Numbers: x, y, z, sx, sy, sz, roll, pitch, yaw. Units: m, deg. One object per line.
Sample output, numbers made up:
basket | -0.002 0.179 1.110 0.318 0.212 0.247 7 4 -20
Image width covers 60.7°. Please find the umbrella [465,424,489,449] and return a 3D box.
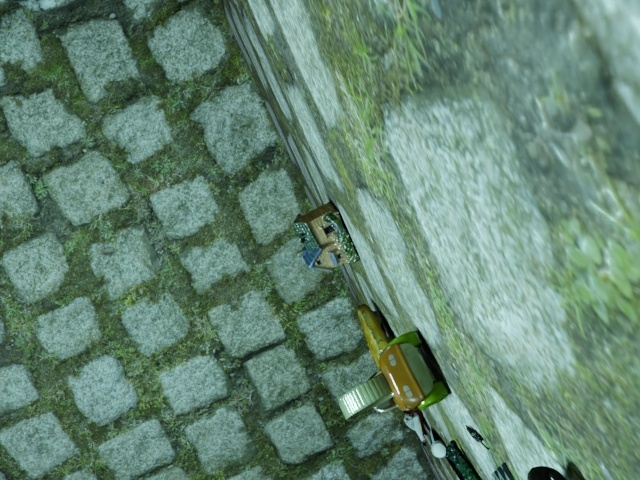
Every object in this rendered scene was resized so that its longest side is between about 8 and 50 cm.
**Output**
umbrella | 0.279 0.352 0.993 0.022 0.013 0.122 44 177 -2

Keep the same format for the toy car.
toy car | 0.142 0.313 1.169 0.235 0.235 0.145 70 175 -68

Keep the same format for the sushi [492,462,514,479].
sushi | 0.331 0.496 0.893 0.220 0.047 0.231 69 176 -61

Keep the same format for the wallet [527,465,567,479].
wallet | 0.272 0.339 0.551 0.182 0.049 0.229 63 179 40

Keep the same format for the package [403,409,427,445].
package | 0.368 0.685 2.138 0.269 0.071 0.194 -13 -100 -79

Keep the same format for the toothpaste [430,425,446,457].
toothpaste | 0.381 0.665 1.799 0.193 0.045 0.071 43 -151 -79

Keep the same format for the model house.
model house | 0.000 0.000 1.696 0.166 0.172 0.183 -117 3 -68

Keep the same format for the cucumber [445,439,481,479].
cucumber | 0.354 0.566 1.276 0.070 0.046 0.220 57 -179 -24

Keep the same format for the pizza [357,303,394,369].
pizza | 0.199 0.337 1.823 0.323 0.089 0.223 -115 7 -71
